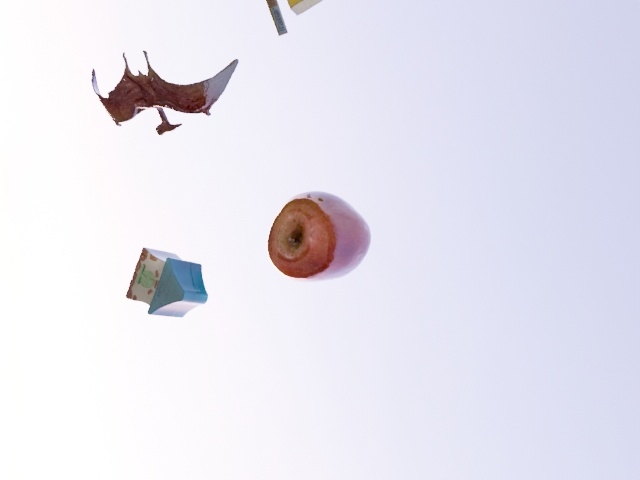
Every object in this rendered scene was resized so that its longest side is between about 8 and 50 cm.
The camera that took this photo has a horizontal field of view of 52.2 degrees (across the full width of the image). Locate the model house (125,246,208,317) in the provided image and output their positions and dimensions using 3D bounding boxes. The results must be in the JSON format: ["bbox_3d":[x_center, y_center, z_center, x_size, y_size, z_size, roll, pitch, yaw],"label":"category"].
[{"bbox_3d":[-0.318,0.096,1.384,0.149,0.100,0.127,21,-87,34],"label":"model house"}]

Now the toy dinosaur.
[{"bbox_3d":[-0.341,-0.333,1.396,0.327,0.206,0.112,-22,-141,35],"label":"toy dinosaur"}]

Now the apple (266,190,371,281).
[{"bbox_3d":[0.000,0.000,1.626,0.242,0.241,0.242,-6,-101,34],"label":"apple"}]

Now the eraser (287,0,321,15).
[{"bbox_3d":[-0.038,-0.560,1.393,0.097,0.045,0.122,-23,-104,19],"label":"eraser"}]

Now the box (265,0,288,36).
[{"bbox_3d":[-0.170,-0.786,2.010,0.279,0.041,0.153,68,4,-51],"label":"box"}]
